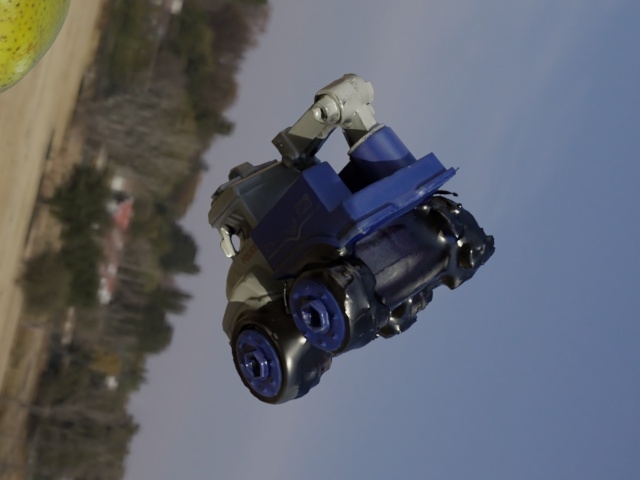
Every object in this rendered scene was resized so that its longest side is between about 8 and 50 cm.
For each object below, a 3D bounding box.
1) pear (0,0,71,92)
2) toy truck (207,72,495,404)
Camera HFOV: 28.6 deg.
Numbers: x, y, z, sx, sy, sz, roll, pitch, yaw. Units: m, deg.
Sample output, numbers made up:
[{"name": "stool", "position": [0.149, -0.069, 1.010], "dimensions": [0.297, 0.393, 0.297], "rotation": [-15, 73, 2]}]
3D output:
[{"name": "pear", "position": [-0.263, -0.190, 0.865], "dimensions": [0.198, 0.198, 0.198], "rotation": [-166, -90, -80]}, {"name": "toy truck", "position": [0.000, 0.000, 0.929], "dimensions": [0.161, 0.177, 0.213], "rotation": [-30, 170, -39]}]
